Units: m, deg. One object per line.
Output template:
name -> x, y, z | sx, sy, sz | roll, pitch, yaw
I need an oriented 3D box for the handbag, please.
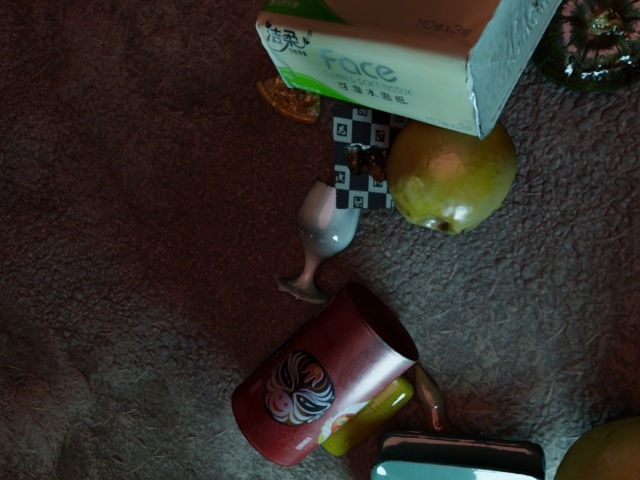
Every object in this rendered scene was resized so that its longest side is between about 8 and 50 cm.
handbag -> 0.268, 0.497, 1.044 | 0.327, 0.089, 0.238 | -1, 114, 13

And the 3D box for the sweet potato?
sweet potato -> 0.235, 0.355, 1.084 | 0.065, 0.051, 0.218 | -26, 87, -24

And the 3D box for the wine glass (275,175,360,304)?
wine glass -> 0.000, 0.000, 1.087 | 0.127, 0.126, 0.241 | 24, 102, 12

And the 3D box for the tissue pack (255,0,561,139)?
tissue pack -> 0.145, -0.389, 0.879 | 0.405, 0.205, 0.331 | 25, 77, 31

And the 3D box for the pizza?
pizza -> -0.059, -0.309, 1.123 | 0.160, 0.036, 0.099 | 36, 102, 9

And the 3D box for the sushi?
sushi -> 0.106, -0.158, 1.048 | 0.215, 0.051, 0.192 | -3, 93, -29

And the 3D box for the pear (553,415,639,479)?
pear -> 0.551, 0.467, 0.868 | 0.349, 0.348, 0.348 | 1, 94, 15

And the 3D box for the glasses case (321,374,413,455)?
glasses case -> 0.094, 0.364, 1.116 | 0.079, 0.064, 0.234 | 45, 104, -2

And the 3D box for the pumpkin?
pumpkin -> 0.479, -0.371, 0.913 | 0.238, 0.159, 0.237 | 2, 99, 13

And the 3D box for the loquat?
loquat -> 0.234, -0.134, 0.966 | 0.244, 0.244, 0.243 | 1, 94, 15

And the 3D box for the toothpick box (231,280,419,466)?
toothpick box -> 0.006, 0.264, 1.065 | 0.333, 0.204, 0.204 | -44, 83, 13
